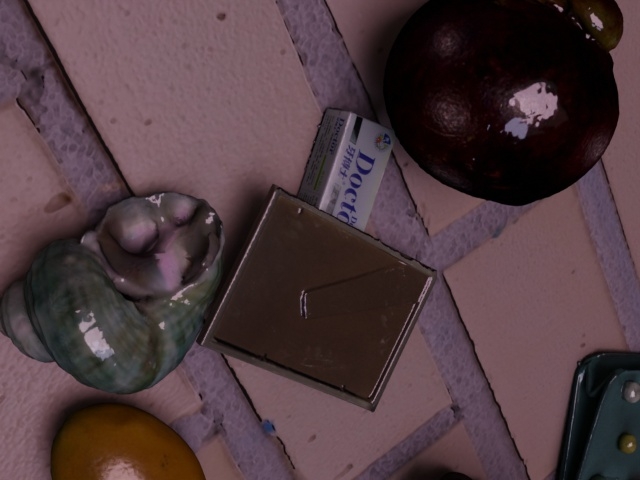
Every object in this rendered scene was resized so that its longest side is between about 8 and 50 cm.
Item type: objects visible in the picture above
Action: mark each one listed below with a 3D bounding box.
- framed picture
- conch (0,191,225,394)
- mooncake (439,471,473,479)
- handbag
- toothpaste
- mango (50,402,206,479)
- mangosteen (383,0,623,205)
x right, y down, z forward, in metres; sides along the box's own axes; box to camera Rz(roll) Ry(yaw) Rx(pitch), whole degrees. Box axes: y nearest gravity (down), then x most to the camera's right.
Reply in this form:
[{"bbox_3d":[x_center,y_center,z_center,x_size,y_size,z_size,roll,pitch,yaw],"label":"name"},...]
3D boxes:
[{"bbox_3d":[0.007,0.083,1.055,0.289,0.016,0.213,27,88,-33],"label":"framed picture"},{"bbox_3d":[-0.232,0.063,0.924,0.277,0.195,0.220,-15,79,0],"label":"conch"},{"bbox_3d":[0.260,0.455,1.179,0.306,0.306,0.154,31,85,-29],"label":"mooncake"},{"bbox_3d":[0.543,0.333,1.408,0.268,0.100,0.274,8,97,-29],"label":"handbag"},{"bbox_3d":[0.000,0.000,1.079,0.081,0.067,0.337,17,94,-32],"label":"toothpaste"},{"bbox_3d":[-0.221,0.313,0.996,0.175,0.139,0.255,-15,102,-35],"label":"mango"},{"bbox_3d":[0.234,-0.189,1.020,0.297,0.293,0.297,26,52,-38],"label":"mangosteen"}]
